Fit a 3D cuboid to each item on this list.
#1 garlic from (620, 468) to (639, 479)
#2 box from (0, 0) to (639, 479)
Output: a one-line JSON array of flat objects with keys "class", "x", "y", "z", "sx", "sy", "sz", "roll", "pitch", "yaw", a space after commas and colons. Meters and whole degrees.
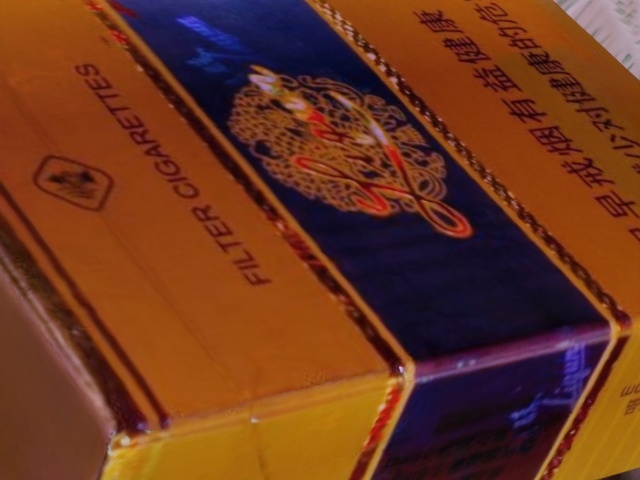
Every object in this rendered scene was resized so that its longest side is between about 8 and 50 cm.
[{"class": "garlic", "x": 0.231, "y": 0.133, "z": 0.851, "sx": 0.228, "sy": 0.228, "sz": 0.152, "roll": -54, "pitch": -175, "yaw": 20}, {"class": "box", "x": 0.000, "y": -0.001, "z": 0.507, "sx": 0.237, "sy": 0.152, "sz": 0.070, "roll": -11, "pitch": 137, "yaw": -37}]
